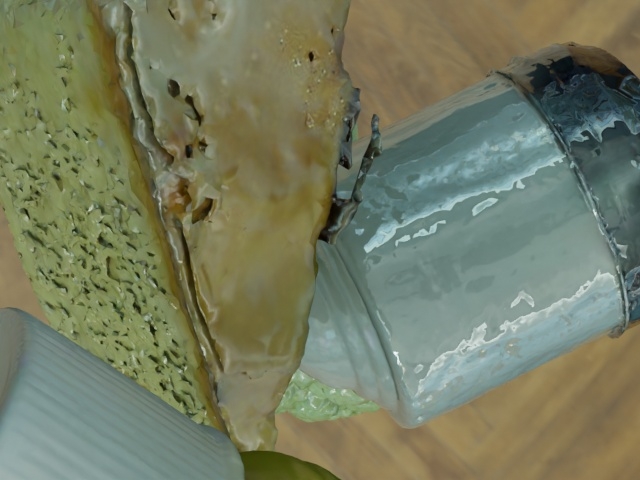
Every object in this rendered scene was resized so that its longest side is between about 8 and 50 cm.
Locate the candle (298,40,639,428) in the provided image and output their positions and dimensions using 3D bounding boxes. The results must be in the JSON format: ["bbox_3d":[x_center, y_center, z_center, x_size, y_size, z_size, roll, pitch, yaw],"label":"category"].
[{"bbox_3d":[0.099,0.009,1.397,0.343,0.221,0.221,-27,119,-7],"label":"candle"}]

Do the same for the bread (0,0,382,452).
[{"bbox_3d":[-0.062,-0.062,1.221,0.279,0.248,0.315,-40,121,-34],"label":"bread"}]

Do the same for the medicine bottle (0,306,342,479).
[{"bbox_3d":[-0.039,0.211,0.867,0.384,0.224,0.224,38,92,-22],"label":"medicine bottle"}]

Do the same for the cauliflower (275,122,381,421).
[{"bbox_3d":[0.012,0.018,1.611,0.327,0.260,0.281,-14,115,-38],"label":"cauliflower"}]
